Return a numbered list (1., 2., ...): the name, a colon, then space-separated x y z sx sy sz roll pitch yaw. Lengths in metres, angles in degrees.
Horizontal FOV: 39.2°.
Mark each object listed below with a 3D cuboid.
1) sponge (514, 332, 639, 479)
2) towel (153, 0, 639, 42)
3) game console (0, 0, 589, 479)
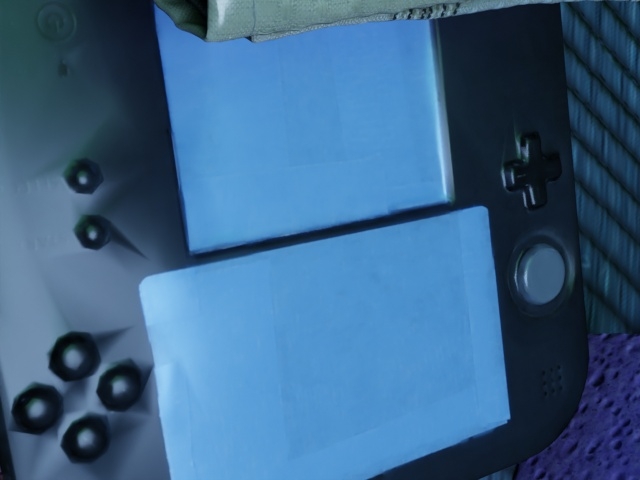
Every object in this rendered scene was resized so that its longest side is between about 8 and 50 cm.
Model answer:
1. sponge: 0.178 0.163 0.595 0.031 0.117 0.210 27 71 -25
2. towel: -0.001 -0.210 0.501 0.324 0.056 0.312 -14 54 -33
3. game console: 0.000 0.000 0.511 0.386 0.060 0.342 -12 104 -30
